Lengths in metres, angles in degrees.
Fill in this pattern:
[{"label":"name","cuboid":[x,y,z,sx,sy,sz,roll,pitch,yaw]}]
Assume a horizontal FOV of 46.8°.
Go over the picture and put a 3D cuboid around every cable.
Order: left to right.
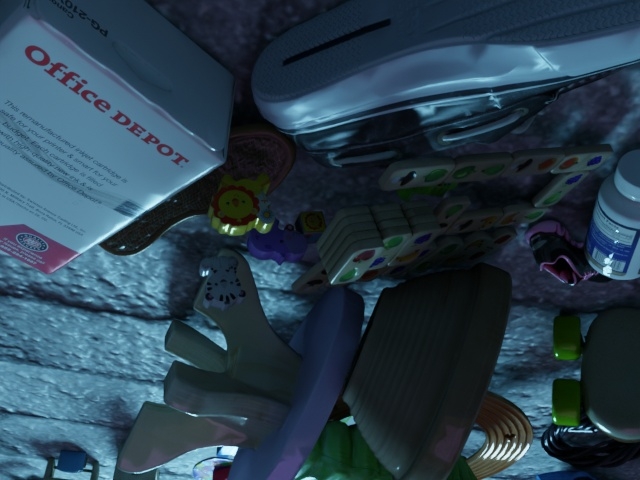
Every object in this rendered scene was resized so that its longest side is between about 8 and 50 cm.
[{"label":"cable","cuboid":[0.409,0.282,1.062,0.184,0.047,0.150,-14,140,21]}]

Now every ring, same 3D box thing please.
[{"label":"ring","cuboid":[0.107,0.258,0.976,0.336,0.032,0.337,1,142,0]}]

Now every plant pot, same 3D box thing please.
[{"label":"plant pot","cuboid":[0.091,0.121,0.726,0.109,0.237,0.237,21,141,4]}]

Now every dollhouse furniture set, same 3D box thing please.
[{"label":"dollhouse furniture set","cuboid":[-0.358,0.406,1.178,0.183,0.129,0.129,8,141,-7]}]

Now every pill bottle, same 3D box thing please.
[{"label":"pill bottle","cuboid":[0.283,-0.024,0.672,0.067,0.067,0.120,-2,141,5]}]

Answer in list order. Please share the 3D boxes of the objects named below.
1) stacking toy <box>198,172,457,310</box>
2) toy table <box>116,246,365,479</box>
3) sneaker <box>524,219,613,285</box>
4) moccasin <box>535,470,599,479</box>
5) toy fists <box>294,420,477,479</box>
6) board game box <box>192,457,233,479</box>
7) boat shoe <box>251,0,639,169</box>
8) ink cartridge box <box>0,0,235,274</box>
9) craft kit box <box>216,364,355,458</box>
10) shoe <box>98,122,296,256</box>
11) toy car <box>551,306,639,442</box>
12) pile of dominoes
[{"label":"stacking toy","cuboid":[0.000,0.000,0.669,0.221,0.052,0.167,-5,154,-18]},{"label":"toy table","cuboid":[-0.088,0.148,0.786,0.161,0.274,0.252,27,169,-14]},{"label":"sneaker","cuboid":[0.255,0.026,0.744,0.119,0.057,0.047,22,135,-25]},{"label":"moccasin","cuboid":[0.428,0.460,1.203,0.137,0.117,0.342,-21,145,35]},{"label":"toy fists","cuboid":[0.071,0.281,0.909,0.279,0.096,0.142,24,146,-27]},{"label":"board game box","cuboid":[-0.135,0.415,1.258,0.168,0.033,0.133,6,141,-6]},{"label":"boat shoe","cuboid":[0.115,-0.132,0.525,0.335,0.121,0.119,-8,149,29]},{"label":"ink cartridge box","cuboid":[-0.208,-0.090,0.581,0.237,0.100,0.172,-27,133,32]},{"label":"craft kit box","cuboid":[0.002,0.253,1.037,0.246,0.061,0.250,16,139,-13]},{"label":"shoe","cuboid":[-0.116,-0.055,0.663,0.219,0.058,0.076,-23,125,24]},{"label":"toy car","cuboid":[0.358,0.174,0.871,0.155,0.149,0.188,0,155,20]},{"label":"pile of dominoes","cuboid":[0.115,-0.004,0.645,0.251,0.040,0.196,-7,152,-28]}]
